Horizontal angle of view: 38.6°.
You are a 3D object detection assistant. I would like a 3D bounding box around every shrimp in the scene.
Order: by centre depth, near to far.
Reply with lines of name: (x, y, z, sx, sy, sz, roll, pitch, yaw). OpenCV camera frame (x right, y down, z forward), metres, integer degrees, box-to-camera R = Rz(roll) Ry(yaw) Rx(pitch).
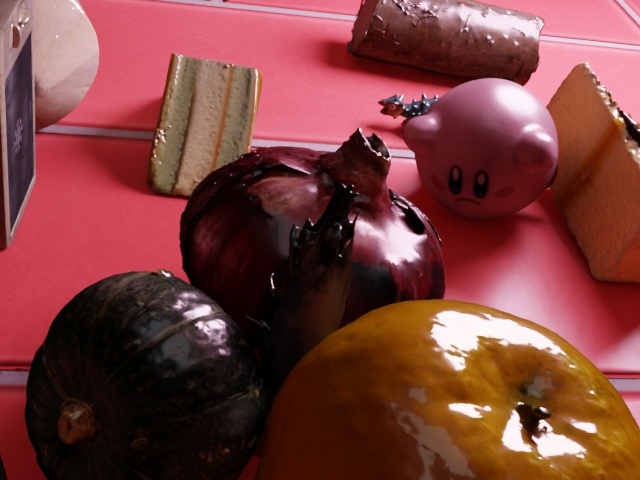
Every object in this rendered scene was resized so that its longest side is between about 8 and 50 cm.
shrimp: (-0.073, 0.044, 0.715, 0.198, 0.262, 0.051, 28, 28, 15)

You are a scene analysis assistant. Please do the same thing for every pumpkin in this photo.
pumpkin: (-0.129, 0.118, 0.663, 0.190, 0.190, 0.146, 31, 39, 23)

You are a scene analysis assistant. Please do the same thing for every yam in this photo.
yam: (0.188, -0.305, 1.355, 0.279, 0.131, 0.131, 11, 37, -5)

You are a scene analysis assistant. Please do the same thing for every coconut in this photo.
coconut: (-0.356, -0.222, 1.031, 0.202, 0.202, 0.222, -3, 37, -20)

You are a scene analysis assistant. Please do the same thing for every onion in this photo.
onion: (0.000, 0.000, 0.828, 0.252, 0.219, 0.252, 17, 32, -11)

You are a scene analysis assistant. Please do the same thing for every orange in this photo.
orange: (0.089, 0.174, 0.619, 0.279, 0.235, 0.279, 17, 39, -14)

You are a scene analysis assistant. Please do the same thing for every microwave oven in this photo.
microwave oven: (-0.375, -0.133, 0.871, 0.194, 0.240, 0.145, 8, 38, -6)

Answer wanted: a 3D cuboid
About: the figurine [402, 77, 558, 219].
figurine: (0.192, -0.106, 1.061, 0.173, 0.173, 0.173, 8, 37, -6)

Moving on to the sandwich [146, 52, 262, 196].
sandwich: (-0.141, -0.119, 1.110, 0.117, 0.144, 0.187, 9, 73, -5)

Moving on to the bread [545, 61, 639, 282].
bread: (0.348, -0.070, 1.090, 0.178, 0.142, 0.266, 35, 33, -38)

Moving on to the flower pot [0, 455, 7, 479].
flower pot: (-0.301, 0.170, 0.535, 0.166, 0.269, 0.269, -17, 42, -2)

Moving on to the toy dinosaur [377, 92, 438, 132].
toy dinosaur: (0.151, -0.167, 1.223, 0.154, 0.055, 0.049, 9, 34, -1)
